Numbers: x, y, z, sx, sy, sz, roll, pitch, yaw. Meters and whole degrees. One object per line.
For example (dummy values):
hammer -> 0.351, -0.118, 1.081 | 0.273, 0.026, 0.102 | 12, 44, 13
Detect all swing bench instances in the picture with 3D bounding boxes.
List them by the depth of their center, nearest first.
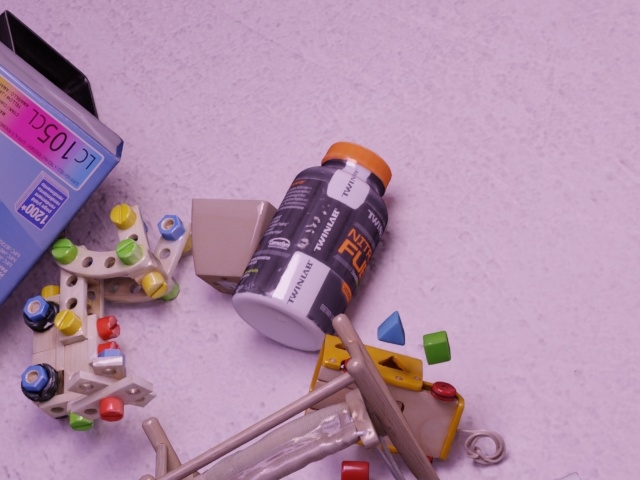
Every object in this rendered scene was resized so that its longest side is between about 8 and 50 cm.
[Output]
swing bench -> -0.016, 0.257, 1.509 | 0.253, 0.254, 0.165 | -30, 16, 3

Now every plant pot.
plant pot -> -0.100, 0.012, 1.842 | 0.109, 0.109, 0.096 | 2, 70, 26
plant pot -> -0.435, -0.174, 2.085 | 0.167, 0.187, 0.188 | -34, 49, 14

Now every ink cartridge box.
ink cartridge box -> -0.478, -0.049, 1.896 | 0.395, 0.270, 0.151 | -49, 11, 9

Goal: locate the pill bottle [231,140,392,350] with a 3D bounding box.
pill bottle -> 0.000, 0.000, 1.781 | 0.130, 0.130, 0.245 | 12, 63, 31

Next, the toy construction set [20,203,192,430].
toy construction set -> -0.267, 0.111, 1.826 | 0.215, 0.151, 0.327 | -15, 41, 14

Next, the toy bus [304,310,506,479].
toy bus -> 0.080, 0.174, 1.634 | 0.191, 0.202, 0.104 | -26, 18, 13

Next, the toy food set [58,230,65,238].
toy food set -> -0.386, -0.016, 2.045 | 0.122, 0.019, 0.078 | -41, 49, 3

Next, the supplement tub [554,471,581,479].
supplement tub -> 0.164, 0.358, 1.412 | 0.272, 0.191, 0.191 | -28, 50, 5
